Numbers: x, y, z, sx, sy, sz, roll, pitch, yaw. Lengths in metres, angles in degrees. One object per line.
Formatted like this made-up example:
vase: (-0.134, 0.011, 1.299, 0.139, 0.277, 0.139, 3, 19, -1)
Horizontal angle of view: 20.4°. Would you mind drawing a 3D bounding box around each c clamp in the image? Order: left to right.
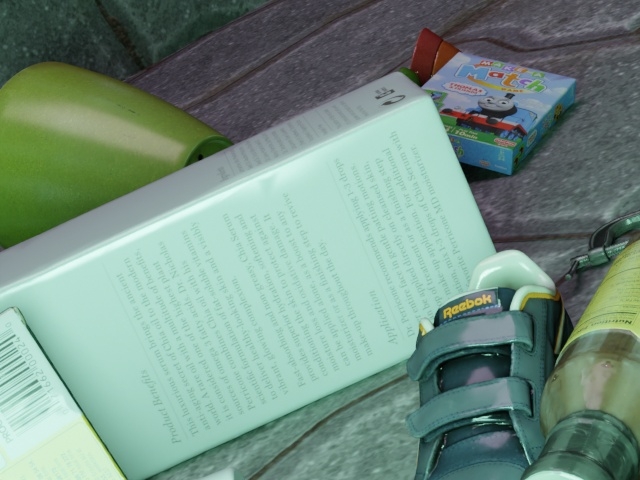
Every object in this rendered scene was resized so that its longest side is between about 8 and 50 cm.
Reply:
c clamp: (0.309, -0.006, 1.678, 0.160, 0.022, 0.137, -21, 12, 14)

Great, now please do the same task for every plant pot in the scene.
plant pot: (-0.254, -0.086, 2.335, 0.293, 0.275, 0.275, 10, 34, 36)

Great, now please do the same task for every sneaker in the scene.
sneaker: (0.125, 0.118, 1.369, 0.126, 0.127, 0.321, -16, 20, 20)

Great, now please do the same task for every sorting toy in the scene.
sorting toy: (0.154, -0.156, 2.260, 0.126, 0.127, 0.365, 11, 30, 11)

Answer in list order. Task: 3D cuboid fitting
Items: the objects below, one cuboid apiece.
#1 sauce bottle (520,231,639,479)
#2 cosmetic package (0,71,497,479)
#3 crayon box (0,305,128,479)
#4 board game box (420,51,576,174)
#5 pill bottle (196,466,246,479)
sauce bottle: (0.225, 0.105, 1.299, 0.111, 0.111, 0.344, -14, 21, 32)
cosmetic package: (-0.072, 0.041, 1.693, 0.453, 0.230, 0.161, -24, 16, -2)
crayon box: (-0.337, 0.225, 1.491, 0.318, 0.202, 0.081, -32, -5, -13)
board game box: (0.195, -0.156, 2.139, 0.160, 0.039, 0.211, 16, 33, 22)
pill bottle: (-0.182, 0.280, 1.181, 0.334, 0.188, 0.188, -24, 17, 2)
